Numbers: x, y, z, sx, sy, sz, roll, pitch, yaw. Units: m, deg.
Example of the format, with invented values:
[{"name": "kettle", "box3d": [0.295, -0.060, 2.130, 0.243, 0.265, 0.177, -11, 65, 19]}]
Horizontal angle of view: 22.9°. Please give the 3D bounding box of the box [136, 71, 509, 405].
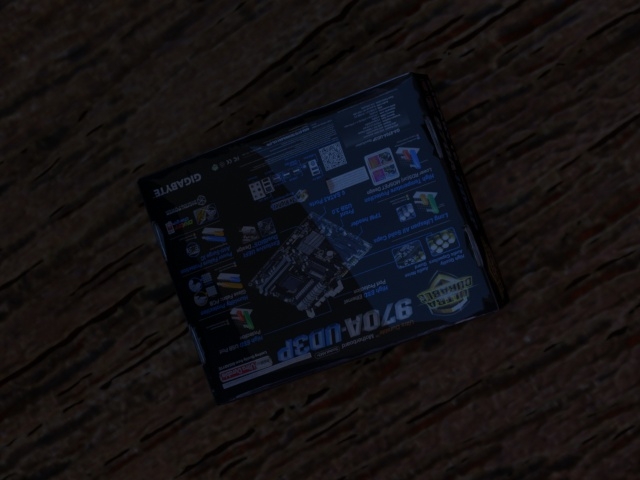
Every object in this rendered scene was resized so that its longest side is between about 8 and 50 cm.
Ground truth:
[{"name": "box", "box3d": [0.000, 0.000, 1.111, 0.220, 0.051, 0.175, -21, 89, 15]}]
